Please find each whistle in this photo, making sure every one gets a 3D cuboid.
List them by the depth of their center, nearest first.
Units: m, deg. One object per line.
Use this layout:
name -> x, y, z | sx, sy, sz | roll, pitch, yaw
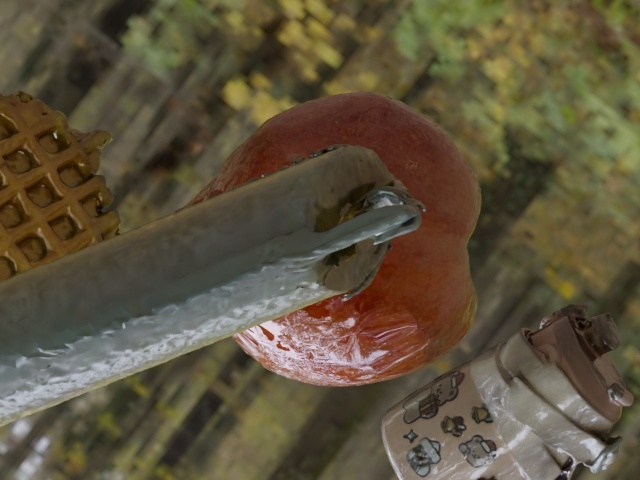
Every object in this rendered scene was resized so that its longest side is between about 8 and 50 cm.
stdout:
whistle -> -0.114, 0.041, 0.740 | 0.068, 0.326, 0.057 | -116, 6, -72

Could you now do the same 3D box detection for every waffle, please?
waffle -> -0.294, -0.024, 1.661 | 0.254, 0.245, 0.052 | 17, 161, -22

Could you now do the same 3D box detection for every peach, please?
peach -> 0.000, 0.000, 1.490 | 0.256, 0.232, 0.232 | 6, 178, 6

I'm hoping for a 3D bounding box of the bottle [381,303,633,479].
bottle -> 0.121, 0.105, 1.129 | 0.099, 0.152, 0.099 | 49, -161, -23
